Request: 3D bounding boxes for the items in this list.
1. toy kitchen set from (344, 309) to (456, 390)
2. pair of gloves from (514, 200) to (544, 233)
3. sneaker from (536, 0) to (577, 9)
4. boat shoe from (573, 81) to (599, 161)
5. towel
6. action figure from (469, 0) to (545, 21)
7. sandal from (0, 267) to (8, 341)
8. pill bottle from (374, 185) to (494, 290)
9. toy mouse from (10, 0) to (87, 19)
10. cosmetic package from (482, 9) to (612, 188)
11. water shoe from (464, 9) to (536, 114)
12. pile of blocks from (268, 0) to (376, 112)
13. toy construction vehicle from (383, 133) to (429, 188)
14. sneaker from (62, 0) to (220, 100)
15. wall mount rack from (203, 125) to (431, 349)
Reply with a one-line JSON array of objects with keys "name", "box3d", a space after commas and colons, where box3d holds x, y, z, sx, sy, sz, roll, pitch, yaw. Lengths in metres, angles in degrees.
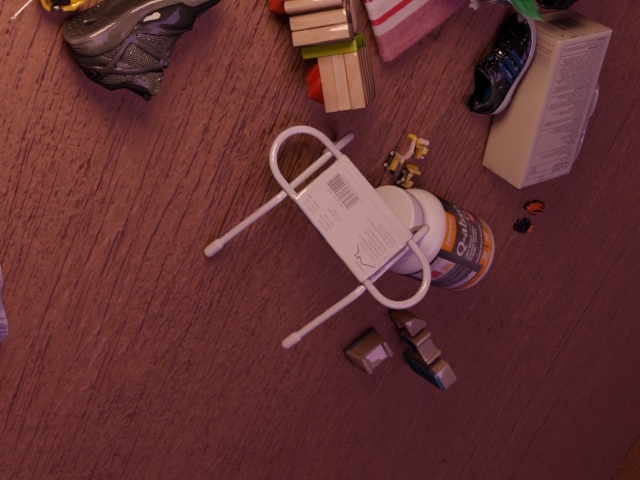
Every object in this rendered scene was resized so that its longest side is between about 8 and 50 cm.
[{"name": "toy kitchen set", "box3d": [0.156, 0.253, 2.086, 0.166, 0.122, 0.207, -39, 120, -13]}, {"name": "pair of gloves", "box3d": [0.462, -0.052, 2.186, 0.074, 0.010, 0.083, 5, 120, -48]}, {"name": "sneaker", "box3d": [0.417, -0.453, 1.694, 0.286, 0.109, 0.130, 3, 101, -55]}, {"name": "boat shoe", "box3d": [0.508, -0.246, 2.035, 0.079, 0.084, 0.233, 3, 136, -1]}, {"name": "towel", "box3d": [0.144, -0.462, 1.519, 0.237, 0.037, 0.329, -39, 140, -12]}, {"name": "action figure", "box3d": [0.237, -0.405, 1.549, 0.232, 0.137, 0.063, 10, 127, -37]}, {"name": "sandal", "box3d": [-0.479, 0.061, 1.326, 0.102, 0.076, 0.265, -13, 152, -19]}, {"name": "pill bottle", "box3d": [0.194, -0.005, 1.843, 0.278, 0.162, 0.162, 19, 107, -50]}, {"name": "toy mouse", "box3d": [-0.303, -0.347, 1.182, 0.161, 0.031, 0.143, -19, 133, -33]}, {"name": "cosmetic package", "box3d": [0.430, -0.270, 1.893, 0.160, 0.113, 0.309, -17, 132, -34]}, {"name": "water shoe", "box3d": [0.326, -0.318, 1.784, 0.080, 0.073, 0.203, -8, 126, -37]}, {"name": "pile of blocks", "box3d": [-0.012, -0.343, 1.432, 0.112, 0.149, 0.362, -6, 128, 14]}, {"name": "toy construction vehicle", "box3d": [0.163, -0.142, 1.800, 0.086, 0.035, 0.098, 16, 109, -49]}, {"name": "sneaker", "box3d": [-0.212, -0.271, 1.293, 0.227, 0.087, 0.130, -34, 141, -14]}, {"name": "wall mount rack", "box3d": [0.000, 0.000, 1.607, 0.304, 0.130, 0.350, -41, 97, -14]}]
